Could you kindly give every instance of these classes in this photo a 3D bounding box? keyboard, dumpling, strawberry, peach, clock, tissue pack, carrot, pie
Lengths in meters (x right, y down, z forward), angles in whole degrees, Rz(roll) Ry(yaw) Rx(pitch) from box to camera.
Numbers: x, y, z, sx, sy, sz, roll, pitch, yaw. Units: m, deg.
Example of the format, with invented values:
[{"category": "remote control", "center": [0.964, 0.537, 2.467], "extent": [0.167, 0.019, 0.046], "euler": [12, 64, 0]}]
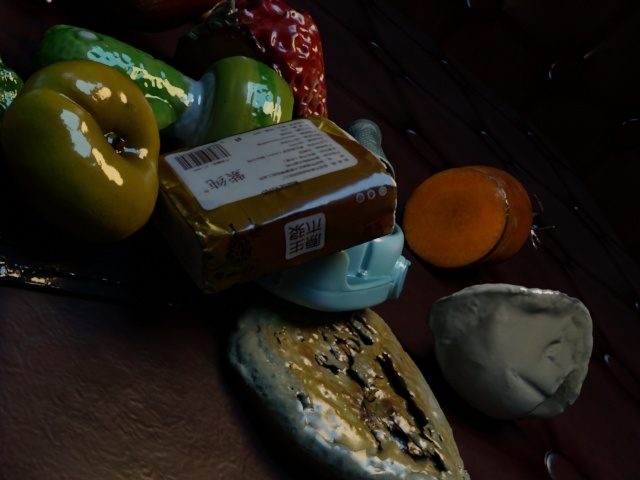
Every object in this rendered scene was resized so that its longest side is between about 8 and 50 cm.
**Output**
[{"category": "keyboard", "center": [-0.222, 0.018, 0.888], "extent": [0.250, 0.017, 0.087], "euler": [15, 59, -50]}, {"category": "dumpling", "center": [0.292, 0.154, 1.309], "extent": [0.243, 0.227, 0.175], "euler": [26, 31, -54]}, {"category": "strawberry", "center": [-0.065, -0.249, 1.313], "extent": [0.280, 0.253, 0.150], "euler": [44, 64, -7]}, {"category": "peach", "center": [-0.220, -0.087, 0.840], "extent": [0.179, 0.103, 0.179], "euler": [45, 37, -47]}, {"category": "clock", "center": [0.000, 0.000, 1.111], "extent": [0.223, 0.094, 0.274], "euler": [27, 19, 32]}, {"category": "tissue pack", "center": [-0.056, -0.048, 0.942], "extent": [0.226, 0.092, 0.183], "euler": [-16, 41, -24]}, {"category": "carrot", "center": [0.308, -0.049, 1.703], "extent": [0.193, 0.214, 0.331], "euler": [58, 21, 17]}, {"category": "pie", "center": [0.043, 0.174, 1.025], "extent": [0.339, 0.077, 0.339], "euler": [35, 23, -17]}]

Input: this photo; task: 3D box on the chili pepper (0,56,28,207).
[{"category": "chili pepper", "center": [-0.322, -0.122, 0.900], "extent": [0.257, 0.074, 0.100], "euler": [54, 7, 7]}]

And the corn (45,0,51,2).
[{"category": "corn", "center": [-0.471, -0.443, 1.168], "extent": [0.313, 0.102, 0.102], "euler": [38, 23, -9]}]

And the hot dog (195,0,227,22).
[{"category": "hot dog", "center": [-0.215, -0.432, 1.630], "extent": [0.235, 0.062, 0.092], "euler": [24, 30, -36]}]

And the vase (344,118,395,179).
[{"category": "vase", "center": [0.082, -0.155, 1.644], "extent": [0.096, 0.096, 0.219], "euler": [38, 21, -17]}]

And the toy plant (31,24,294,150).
[{"category": "toy plant", "center": [-0.206, -0.173, 1.117], "extent": [0.315, 0.185, 0.224], "euler": [16, 26, -23]}]

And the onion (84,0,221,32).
[{"category": "onion", "center": [-0.272, -0.488, 1.311], "extent": [0.341, 0.341, 0.341], "euler": [37, 24, -20]}]
